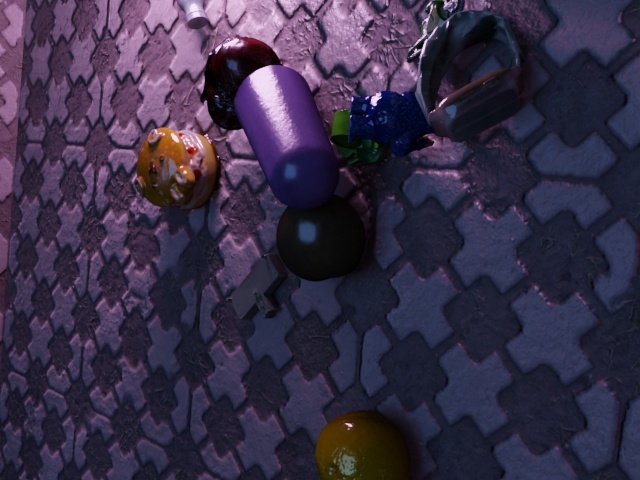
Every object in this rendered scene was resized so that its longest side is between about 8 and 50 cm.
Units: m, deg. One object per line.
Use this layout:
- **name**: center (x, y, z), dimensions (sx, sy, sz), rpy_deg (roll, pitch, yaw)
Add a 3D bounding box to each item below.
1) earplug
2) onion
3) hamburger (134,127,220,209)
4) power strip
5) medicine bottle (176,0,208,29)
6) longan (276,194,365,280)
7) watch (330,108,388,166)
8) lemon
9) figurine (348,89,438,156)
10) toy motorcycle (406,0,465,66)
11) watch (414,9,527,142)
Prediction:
- **earplug**: center (-0.077, -0.247, 1.801), dimensions (0.215, 0.215, 0.455), rpy_deg (-56, 33, 26)
- **onion**: center (-0.223, -0.441, 2.043), dimensions (0.281, 0.221, 0.280), rpy_deg (-168, 90, -71)
- **hamburger**: center (-0.457, -0.212, 2.262), dimensions (0.302, 0.186, 0.261), rpy_deg (48, 120, 29)
- **power strip**: center (-0.175, 0.156, 2.086), dimensions (0.215, 0.061, 0.145), rpy_deg (-51, 58, 30)
- **medicine bottle**: center (-0.418, -0.783, 2.297), dimensions (0.090, 0.090, 0.216), rpy_deg (-31, 70, 37)
- **longan**: center (0.000, 0.000, 1.834), dimensions (0.248, 0.248, 0.248), rpy_deg (-1, 89, 42)
- **watch**: center (0.083, -0.262, 1.796), dimensions (0.165, 0.152, 0.131), rpy_deg (6, 83, 35)
- **lemon**: center (0.104, 0.536, 1.723), dimensions (0.228, 0.228, 0.253), rpy_deg (-32, 65, 37)
- **figurine**: center (0.188, -0.279, 1.658), dimensions (0.120, 0.262, 0.164), rpy_deg (116, 145, -73)
- **toy motorcycle**: center (0.270, -0.494, 1.699), dimensions (0.106, 0.074, 0.190), rpy_deg (45, 119, 43)
- **watch**: center (0.319, -0.374, 1.575), dimensions (0.253, 0.162, 0.241), rpy_deg (-28, 71, 8)
